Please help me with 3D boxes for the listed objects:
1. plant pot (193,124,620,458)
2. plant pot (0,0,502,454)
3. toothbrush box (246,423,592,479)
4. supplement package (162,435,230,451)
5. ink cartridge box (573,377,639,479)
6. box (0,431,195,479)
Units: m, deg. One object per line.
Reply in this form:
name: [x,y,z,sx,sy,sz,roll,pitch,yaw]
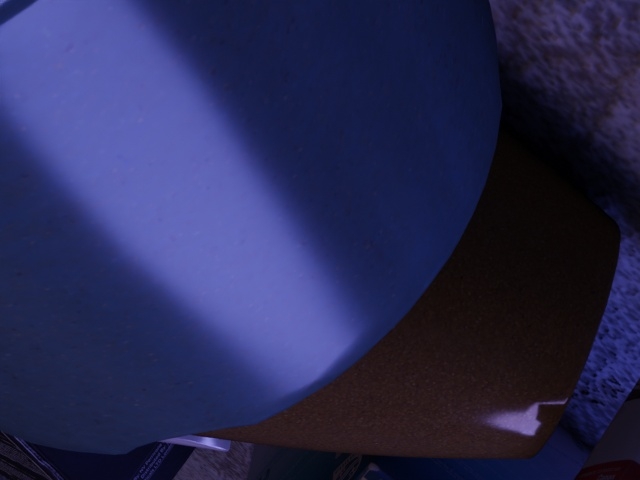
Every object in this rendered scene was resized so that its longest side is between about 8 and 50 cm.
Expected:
plant pot: [0.000,0.000,0.800,0.254,0.237,0.237,20,161,1]
plant pot: [-0.109,-0.111,0.506,0.341,0.341,0.334,27,164,31]
toothbrush box: [0.072,0.170,0.973,0.216,0.126,0.295,40,-164,-10]
supplement package: [-0.174,0.030,1.139,0.175,0.178,0.293,15,173,-25]
ink cartridge box: [0.185,0.104,0.790,0.099,0.135,0.056,39,159,-5]
box: [-0.289,0.090,1.583,0.296,0.183,0.294,22,157,36]
